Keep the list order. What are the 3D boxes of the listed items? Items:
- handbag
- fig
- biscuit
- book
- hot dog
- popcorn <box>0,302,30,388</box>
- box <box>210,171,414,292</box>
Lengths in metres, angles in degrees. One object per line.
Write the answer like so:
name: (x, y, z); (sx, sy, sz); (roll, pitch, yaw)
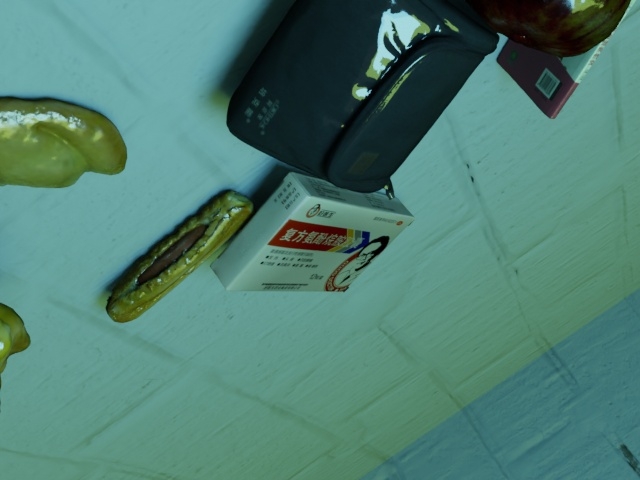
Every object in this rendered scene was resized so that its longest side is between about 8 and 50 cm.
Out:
handbag: (0.063, -0.193, 0.904); (0.275, 0.178, 0.302); (32, 118, -16)
fig: (0.333, -0.416, 0.950); (0.217, 0.216, 0.321); (22, 90, -51)
biscuit: (-0.386, -0.099, 0.853); (0.299, 0.045, 0.154); (-21, 144, -18)
book: (0.366, -0.323, 1.070); (0.022, 0.162, 0.232); (-1, 136, -31)
hot dog: (-0.224, 0.025, 1.125); (0.289, 0.068, 0.083); (-41, 169, 5)
popcorn: (-0.500, 0.140, 0.859); (0.297, 0.281, 0.316); (-11, 145, 19)
box: (0.000, 0.000, 1.230); (0.214, 0.069, 0.353); (-47, 155, 22)
